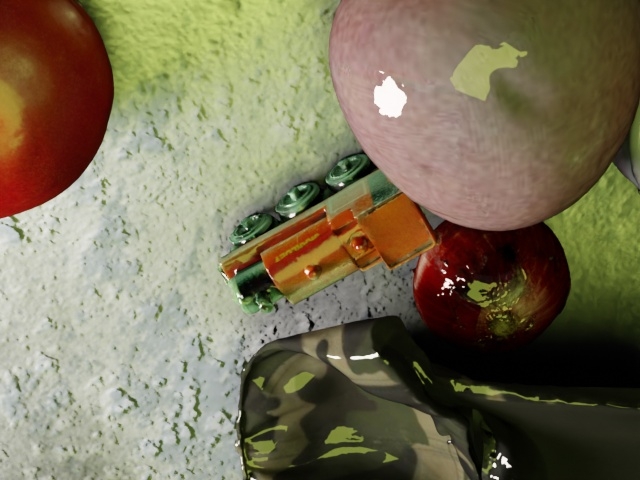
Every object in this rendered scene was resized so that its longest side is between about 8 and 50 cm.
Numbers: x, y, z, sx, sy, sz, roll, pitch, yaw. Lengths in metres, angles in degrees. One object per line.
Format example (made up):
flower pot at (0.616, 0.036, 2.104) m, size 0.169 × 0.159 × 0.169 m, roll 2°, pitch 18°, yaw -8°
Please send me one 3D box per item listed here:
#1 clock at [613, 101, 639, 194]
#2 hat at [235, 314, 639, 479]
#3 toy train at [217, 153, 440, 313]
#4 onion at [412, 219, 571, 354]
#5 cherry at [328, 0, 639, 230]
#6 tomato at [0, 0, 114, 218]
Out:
clock at (0.388, -0.124, 1.022) m, size 0.339 × 0.102 × 0.338 m, roll -2°, pitch 116°, yaw -5°
hat at (0.145, 0.195, 1.108) m, size 0.382 × 0.257 × 0.366 m, roll -8°, pitch 120°, yaw -22°
toy train at (0.000, 0.000, 1.037) m, size 0.176 × 0.118 × 0.074 m, roll -29°, pitch 112°, yaw 7°
onion at (0.135, 0.031, 1.067) m, size 0.131 × 0.131 × 0.131 m, roll -2°, pitch 116°, yaw -4°
cherry at (0.132, -0.117, 0.929) m, size 0.239 × 0.239 × 0.206 m, roll 41°, pitch 148°, yaw -22°
tomato at (-0.247, -0.103, 0.953) m, size 0.195 × 0.136 × 0.195 m, roll -2°, pitch 116°, yaw -4°
